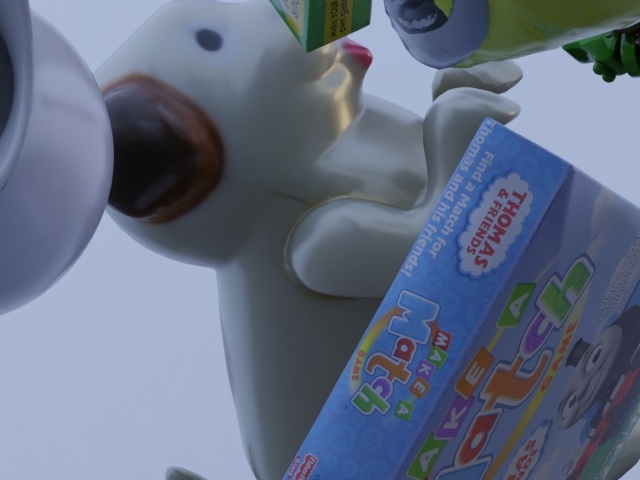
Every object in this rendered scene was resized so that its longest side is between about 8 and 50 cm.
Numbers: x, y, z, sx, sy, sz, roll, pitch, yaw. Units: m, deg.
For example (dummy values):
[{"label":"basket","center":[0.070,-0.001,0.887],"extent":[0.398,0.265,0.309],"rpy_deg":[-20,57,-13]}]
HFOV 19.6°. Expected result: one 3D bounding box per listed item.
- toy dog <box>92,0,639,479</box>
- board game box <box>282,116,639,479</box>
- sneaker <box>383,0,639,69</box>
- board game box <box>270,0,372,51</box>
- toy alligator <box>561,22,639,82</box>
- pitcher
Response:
[{"label":"toy dog","center":[0.000,0.000,1.343],"extent":[0.395,0.284,0.408],"rpy_deg":[-28,-72,27]},{"label":"board game box","center":[0.067,0.054,0.652],"extent":[0.160,0.039,0.211],"rpy_deg":[-61,-27,5]},{"label":"sneaker","center":[0.202,-0.130,0.581],"extent":[0.385,0.145,0.147],"rpy_deg":[-23,-70,17]},{"label":"board game box","center":[-0.039,-0.268,0.932],"extent":[0.046,0.213,0.317],"rpy_deg":[-26,-26,-16]},{"label":"toy alligator","center":[0.187,-0.119,1.123],"extent":[0.190,0.051,0.056],"rpy_deg":[-13,-27,32]},{"label":"pitcher","center":[-0.134,-0.013,0.655],"extent":[0.126,0.177,0.207],"rpy_deg":[-5,-9,-6]}]
